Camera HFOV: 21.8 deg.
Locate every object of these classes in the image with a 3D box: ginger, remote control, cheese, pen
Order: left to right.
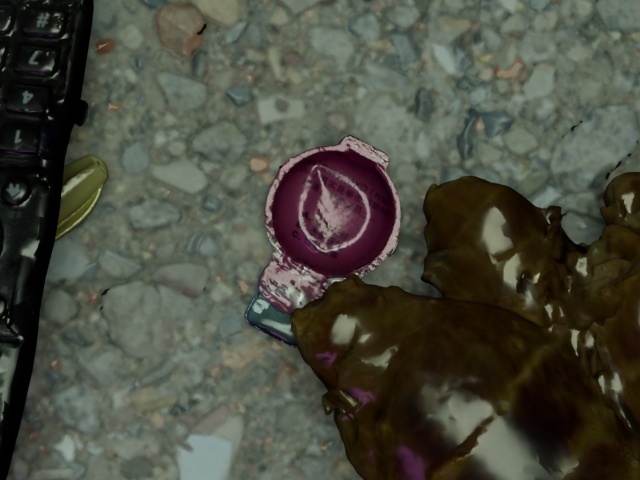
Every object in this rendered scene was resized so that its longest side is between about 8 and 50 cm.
[{"bbox_3d":[-0.231,-0.019,1.064,0.145,0.062,0.398,6,74,12],"label":"remote control"},{"bbox_3d":[-0.235,0.022,1.105,0.233,0.032,0.040,-38,101,-4],"label":"pen"},{"bbox_3d":[0.000,0.000,1.112,0.095,0.038,0.145,28,89,2],"label":"cheese"},{"bbox_3d":[0.161,0.088,1.052,0.358,0.152,0.274,-3,84,-4],"label":"ginger"}]
